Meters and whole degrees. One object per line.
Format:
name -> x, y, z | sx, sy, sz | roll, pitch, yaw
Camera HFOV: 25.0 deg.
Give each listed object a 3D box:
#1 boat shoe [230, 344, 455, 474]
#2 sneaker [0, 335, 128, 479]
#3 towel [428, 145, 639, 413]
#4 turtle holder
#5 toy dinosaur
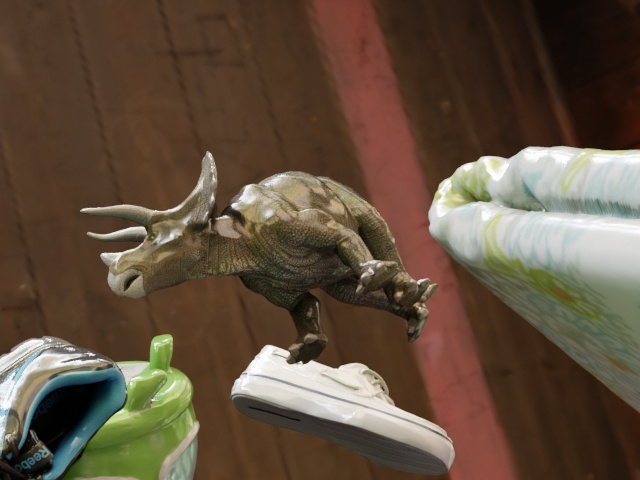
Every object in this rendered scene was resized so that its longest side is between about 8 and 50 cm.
boat shoe -> 0.026, 0.147, 1.333 | 0.075, 0.226, 0.083 | -63, -24, -25
sneaker -> -0.326, 0.210, 1.339 | 0.341, 0.140, 0.125 | -46, -63, -28
towel -> 0.250, 0.070, 0.709 | 0.320, 0.374, 0.090 | 40, -100, -17
turtle holder -> -0.248, 0.257, 1.650 | 0.243, 0.320, 0.227 | -11, -77, -15
toy dinosaur -> 0.000, 0.000, 1.040 | 0.314, 0.121, 0.160 | -7, -130, -49
